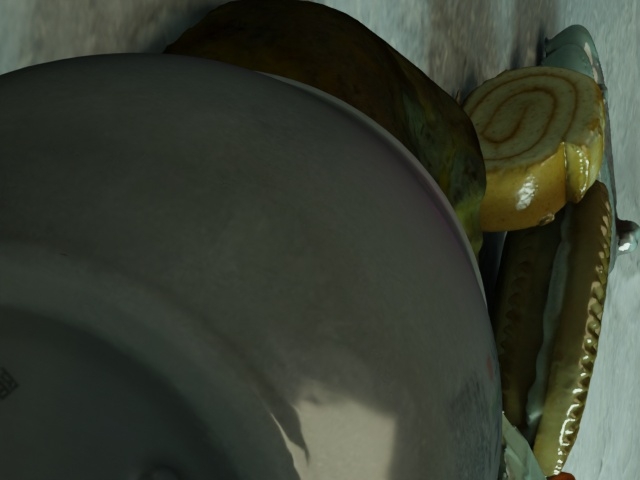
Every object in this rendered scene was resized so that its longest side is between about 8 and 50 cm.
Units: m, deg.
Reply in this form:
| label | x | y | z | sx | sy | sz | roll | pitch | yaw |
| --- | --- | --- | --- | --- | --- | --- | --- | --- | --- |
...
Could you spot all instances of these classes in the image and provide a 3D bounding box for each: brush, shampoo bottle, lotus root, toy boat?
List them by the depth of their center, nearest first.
| label | x | y | z | sx | sy | sz | roll | pitch | yaw |
| --- | --- | --- | --- | --- | --- | --- | --- | --- | --- |
| shampoo bottle | -0.068 | 0.064 | 0.703 | 0.266 | 0.273 | 0.273 | -49 | 141 | -71 |
| lotus root | -0.002 | -0.015 | 1.023 | 0.260 | 0.149 | 0.267 | 42 | 55 | -65 |
| brush | 0.115 | 0.119 | 1.361 | 0.336 | 0.020 | 0.085 | 61 | 21 | -20 |
| toy boat | 0.237 | -0.070 | 1.643 | 0.155 | 0.085 | 0.227 | -67 | 154 | -71 |

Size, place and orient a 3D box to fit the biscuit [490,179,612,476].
| label | x | y | z | sx | sy | sz | roll | pitch | yaw |
| --- | --- | --- | --- | --- | --- | --- | --- | --- | --- |
| biscuit | 0.178 | 0.065 | 1.500 | 0.259 | 0.079 | 0.259 | 9 | 90 | -87 |

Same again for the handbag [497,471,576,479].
| label | x | y | z | sx | sy | sz | roll | pitch | yaw |
| --- | --- | --- | --- | --- | --- | --- | --- | --- | --- |
| handbag | 0.123 | 0.341 | 1.493 | 0.410 | 0.116 | 0.303 | 3 | 91 | -69 |

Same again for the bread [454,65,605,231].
| label | x | y | z | sx | sy | sz | roll | pitch | yaw |
| --- | --- | --- | --- | --- | --- | --- | --- | --- | --- |
| bread | 0.157 | -0.075 | 1.433 | 0.149 | 0.122 | 0.073 | -63 | 148 | -45 |
